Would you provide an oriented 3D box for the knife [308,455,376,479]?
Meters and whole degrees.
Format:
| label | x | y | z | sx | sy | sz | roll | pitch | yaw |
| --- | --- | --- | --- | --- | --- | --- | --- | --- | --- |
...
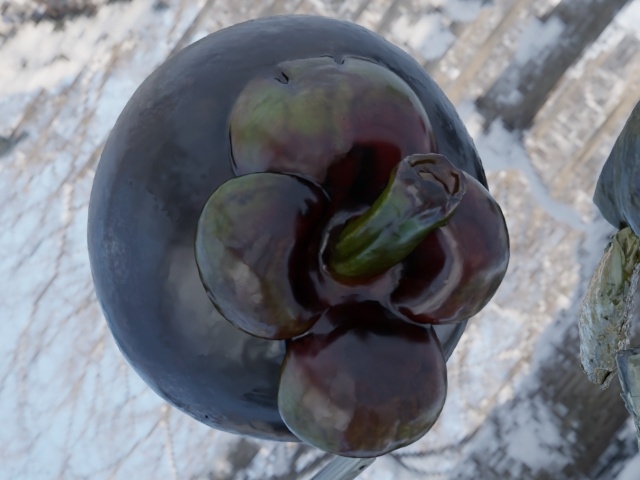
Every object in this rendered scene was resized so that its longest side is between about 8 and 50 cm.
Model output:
| label | x | y | z | sx | sy | sz | roll | pitch | yaw |
| --- | --- | --- | --- | --- | --- | --- | --- | --- | --- |
| knife | -0.001 | 0.393 | 2.086 | 0.073 | 0.265 | 0.041 | 3 | -131 | -42 |

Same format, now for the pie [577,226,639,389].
| label | x | y | z | sx | sy | sz | roll | pitch | yaw |
| --- | --- | --- | --- | --- | --- | --- | --- | --- | --- |
| pie | 0.350 | 0.087 | 1.634 | 0.068 | 0.129 | 0.282 | 10 | 154 | 8 |

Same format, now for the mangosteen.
| label | x | y | z | sx | sy | sz | roll | pitch | yaw |
| --- | --- | --- | --- | --- | --- | --- | --- | --- | --- |
| mangosteen | 0.000 | 0.000 | 1.166 | 0.382 | 0.382 | 0.435 | 28 | 175 | -36 |

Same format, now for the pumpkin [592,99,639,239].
| label | x | y | z | sx | sy | sz | roll | pitch | yaw |
| --- | --- | --- | --- | --- | --- | --- | --- | --- | --- |
| pumpkin | 0.502 | -0.097 | 1.635 | 0.225 | 0.256 | 0.303 | 35 | -138 | 24 |

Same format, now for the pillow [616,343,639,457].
| label | x | y | z | sx | sy | sz | roll | pitch | yaw |
| --- | --- | --- | --- | --- | --- | --- | --- | --- | --- |
| pillow | 0.405 | 0.212 | 1.479 | 0.050 | 0.148 | 0.230 | -156 | 52 | -70 |
